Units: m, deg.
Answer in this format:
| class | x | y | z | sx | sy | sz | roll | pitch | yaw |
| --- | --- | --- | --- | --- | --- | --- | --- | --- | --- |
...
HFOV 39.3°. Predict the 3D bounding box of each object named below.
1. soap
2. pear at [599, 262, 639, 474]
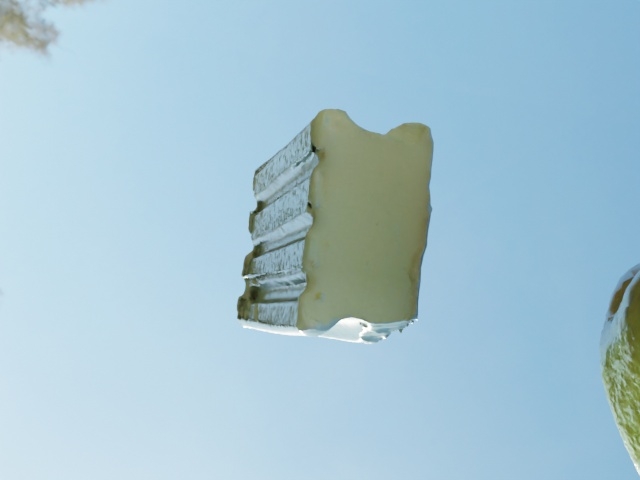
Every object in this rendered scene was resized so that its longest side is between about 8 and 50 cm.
| class | x | y | z | sx | sy | sz | roll | pitch | yaw |
| --- | --- | --- | --- | --- | --- | --- | --- | --- | --- |
| soap | 0.000 | 0.000 | 0.521 | 0.198 | 0.063 | 0.114 | 167 | -70 | -76 |
| pear | 0.321 | 0.084 | 0.589 | 0.176 | 0.282 | 0.286 | -38 | -157 | 43 |
